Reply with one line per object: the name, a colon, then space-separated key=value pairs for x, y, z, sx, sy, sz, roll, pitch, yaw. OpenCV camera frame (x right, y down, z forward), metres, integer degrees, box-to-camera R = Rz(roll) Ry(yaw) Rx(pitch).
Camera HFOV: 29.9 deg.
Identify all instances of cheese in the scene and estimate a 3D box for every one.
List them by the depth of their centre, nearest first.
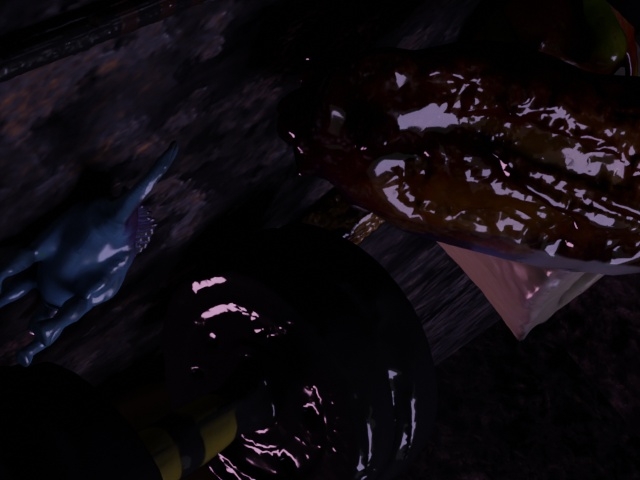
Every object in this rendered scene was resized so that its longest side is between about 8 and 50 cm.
cheese: x=0.249 y=-0.056 z=1.116 sx=0.292 sy=0.153 sz=0.332 roll=-40 pitch=170 yaw=7

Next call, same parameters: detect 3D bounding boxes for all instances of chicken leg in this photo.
chicken leg: x=0.150 y=-0.029 z=0.626 sx=0.407 sy=0.096 sz=0.158 roll=7 pitch=179 yaw=-44

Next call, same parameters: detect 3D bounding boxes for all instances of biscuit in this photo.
biscuit: x=0.000 y=0.000 z=0.852 sx=0.199 sy=0.034 sz=0.064 roll=-40 pitch=169 yaw=0

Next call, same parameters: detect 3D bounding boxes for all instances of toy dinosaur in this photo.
toy dinosaur: x=-0.111 y=0.012 z=0.539 sx=0.080 sy=0.045 sz=0.197 roll=-46 pitch=-178 yaw=-37

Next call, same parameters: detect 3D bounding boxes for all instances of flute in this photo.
flute: x=-0.125 y=-0.043 z=0.363 sx=0.269 sy=0.014 sz=0.014 roll=-30 pitch=166 yaw=-35

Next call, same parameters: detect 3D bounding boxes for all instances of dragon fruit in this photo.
dragon fruit: x=0.152 y=-0.111 z=0.752 sx=0.138 sy=0.175 sz=0.142 roll=-25 pitch=-164 yaw=-16

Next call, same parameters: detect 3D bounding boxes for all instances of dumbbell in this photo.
dumbbell: x=-0.084 y=0.116 z=0.672 sx=0.388 sy=0.185 sz=0.185 roll=-28 pitch=164 yaw=-46

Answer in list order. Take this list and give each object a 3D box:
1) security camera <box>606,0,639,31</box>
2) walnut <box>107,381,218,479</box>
security camera: x=0.245 y=-0.190 z=0.508 sx=0.277 sy=0.191 sz=0.197 roll=-46 pitch=171 yaw=22
walnut: x=-0.103 y=0.247 z=0.911 sx=0.285 sy=0.285 sz=0.296 roll=-35 pitch=-170 yaw=-16
